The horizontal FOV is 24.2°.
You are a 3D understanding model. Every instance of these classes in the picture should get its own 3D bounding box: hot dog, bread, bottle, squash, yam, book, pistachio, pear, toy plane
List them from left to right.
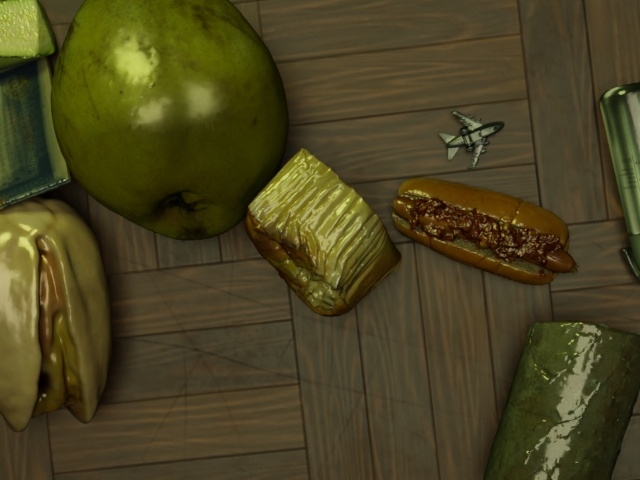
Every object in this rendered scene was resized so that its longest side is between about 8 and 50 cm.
[{"bbox_3d":[-0.479,-0.101,1.890,0.322,0.018,0.228,-19,54,3],"label":"book"},{"bbox_3d":[-0.447,-0.245,1.922,0.200,0.075,0.090,-22,92,3],"label":"squash"},{"bbox_3d":[-0.361,0.087,1.877,0.188,0.187,0.299,-4,94,3],"label":"pistachio"},{"bbox_3d":[-0.186,-0.187,1.819,0.287,0.287,0.375,-8,75,3],"label":"pear"},{"bbox_3d":[0.000,0.000,1.811,0.133,0.250,0.179,-42,80,-3],"label":"bread"},{"bbox_3d":[0.196,-0.134,1.908,0.083,0.031,0.078,-20,104,5],"label":"toy plane"},{"bbox_3d":[0.210,-0.014,1.883,0.249,0.076,0.102,20,87,4],"label":"hot dog"},{"bbox_3d":[0.298,0.227,1.835,0.161,0.161,0.268,16,90,3],"label":"yam"},{"bbox_3d":[0.406,-0.069,1.873,0.096,0.079,0.253,-14,88,38],"label":"bottle"}]
